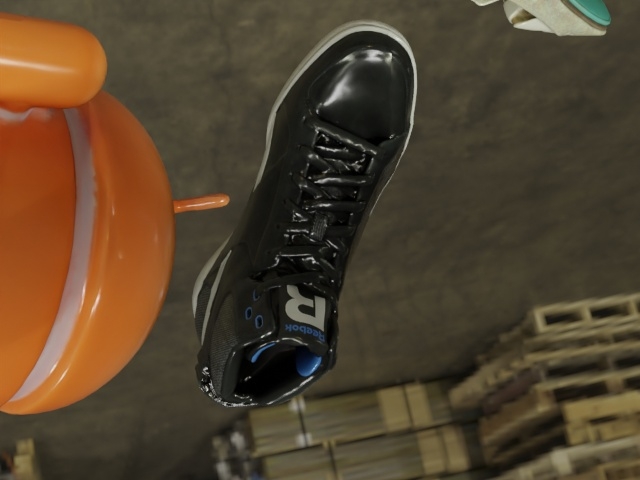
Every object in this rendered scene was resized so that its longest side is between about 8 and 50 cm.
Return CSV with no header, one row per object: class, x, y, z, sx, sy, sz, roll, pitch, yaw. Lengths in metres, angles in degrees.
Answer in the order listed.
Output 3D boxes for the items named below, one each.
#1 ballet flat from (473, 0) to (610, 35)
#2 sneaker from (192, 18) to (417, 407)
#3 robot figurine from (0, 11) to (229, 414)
ballet flat,0.131,-0.170,0.803,0.052,0.057,0.168,-34,145,28
sneaker,0.000,0.000,0.641,0.079,0.121,0.217,18,117,-19
robot figurine,-0.143,-0.004,0.404,0.219,0.158,0.128,8,-173,-38
